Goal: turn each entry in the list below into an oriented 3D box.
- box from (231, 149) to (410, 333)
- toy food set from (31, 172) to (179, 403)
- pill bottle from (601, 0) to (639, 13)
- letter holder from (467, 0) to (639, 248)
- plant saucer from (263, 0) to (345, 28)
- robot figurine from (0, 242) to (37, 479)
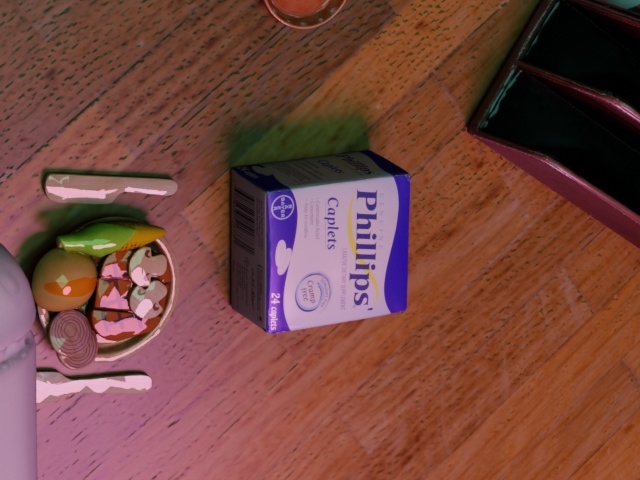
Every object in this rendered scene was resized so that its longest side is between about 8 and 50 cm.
[{"bbox_3d":[0.000,0.000,1.627,0.137,0.072,0.126,-9,111,-27],"label":"box"},{"bbox_3d":[-0.170,0.043,1.565,0.132,0.038,0.192,-1,106,-29],"label":"toy food set"},{"bbox_3d":[0.298,-0.232,1.696,0.193,0.108,0.108,28,91,-33],"label":"pill bottle"},{"bbox_3d":[0.321,-0.068,1.699,0.302,0.214,0.152,31,90,-33],"label":"letter holder"},{"bbox_3d":[-0.013,-0.214,1.584,0.083,0.013,0.083,-9,110,-26],"label":"plant saucer"},{"bbox_3d":[-0.307,0.127,1.419,0.300,0.200,0.353,-30,126,-61],"label":"robot figurine"}]
